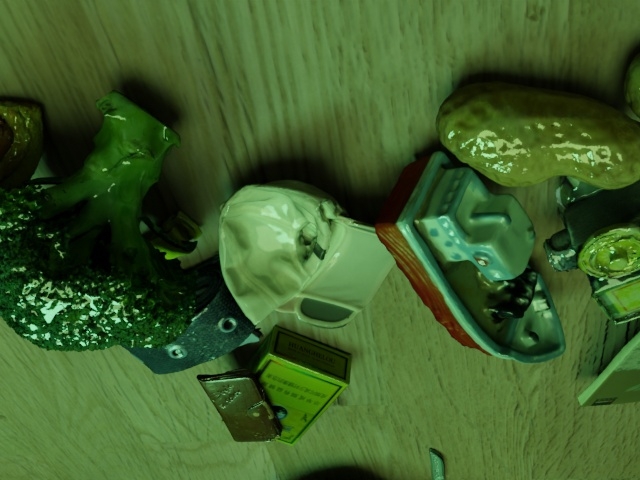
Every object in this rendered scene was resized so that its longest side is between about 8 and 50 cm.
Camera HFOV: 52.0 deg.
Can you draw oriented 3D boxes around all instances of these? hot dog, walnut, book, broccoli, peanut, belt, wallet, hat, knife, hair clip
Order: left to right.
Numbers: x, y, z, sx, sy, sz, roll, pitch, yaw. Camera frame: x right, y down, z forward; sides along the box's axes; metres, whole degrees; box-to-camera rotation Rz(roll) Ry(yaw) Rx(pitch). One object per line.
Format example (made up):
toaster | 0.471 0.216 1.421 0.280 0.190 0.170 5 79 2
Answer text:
hot dog | -0.433 -0.073 0.818 0.123 0.093 0.261 28 129 -18
broccoli | -0.248 -0.006 0.747 0.297 0.297 0.297 31 94 -20
hair clip | -0.236 0.026 0.917 0.173 0.046 0.072 -29 119 31
belt | -0.184 0.122 0.947 0.218 0.122 0.128 -21 129 22
wallet | -0.126 0.271 1.058 0.095 0.026 0.176 -7 129 13
hat | 0.000 0.000 0.850 0.226 0.164 0.219 -7 142 -43
knife | 0.231 0.468 1.283 0.028 0.015 0.210 0 132 14
peanut | 0.234 -0.107 0.693 0.226 0.095 0.108 9 104 8
walnut | 0.351 -0.157 0.659 0.092 0.092 0.092 3 132 4
book | 0.499 0.157 0.886 0.217 0.021 0.310 -7 148 -1

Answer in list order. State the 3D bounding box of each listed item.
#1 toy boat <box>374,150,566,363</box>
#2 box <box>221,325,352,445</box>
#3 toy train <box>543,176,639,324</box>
toy boat | 0.212 0.043 0.796 0.133 0.145 0.332 -2 139 46
box | -0.060 0.247 1.085 0.141 0.064 0.220 24 132 -13
toy train | 0.392 -0.024 0.743 0.261 0.134 0.177 -28 132 29
